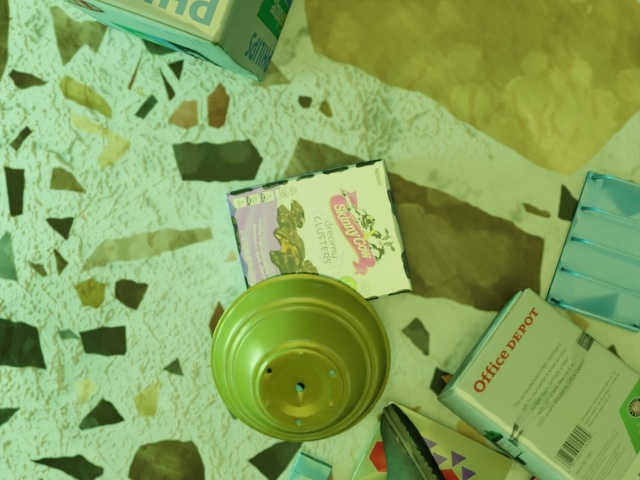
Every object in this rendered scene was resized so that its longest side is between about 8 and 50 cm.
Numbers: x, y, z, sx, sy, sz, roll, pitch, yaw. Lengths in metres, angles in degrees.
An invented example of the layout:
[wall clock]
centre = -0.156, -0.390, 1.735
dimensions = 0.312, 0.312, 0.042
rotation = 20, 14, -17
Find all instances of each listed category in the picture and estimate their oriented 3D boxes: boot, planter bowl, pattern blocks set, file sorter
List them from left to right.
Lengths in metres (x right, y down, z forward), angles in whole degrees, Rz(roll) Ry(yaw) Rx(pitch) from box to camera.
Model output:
[planter bowl]
centre = -0.024, 0.155, 1.382
dimensions = 0.217, 0.090, 0.217
rotation = 0, 107, 0
[boot]
centre = 0.048, 0.321, 1.425
dimensions = 0.208, 0.076, 0.190
rotation = -28, 88, 10
[pattern blocks set]
centre = 0.137, 0.296, 1.462
dimensions = 0.324, 0.026, 0.285
rotation = 34, 93, 1
[file sorter]
centre = 0.354, 0.016, 1.405
dimensions = 0.118, 0.104, 0.170
rotation = 18, 93, 3

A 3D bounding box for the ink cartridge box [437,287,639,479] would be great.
[ink cartridge box]
centre = 0.272, 0.187, 1.401
dimensions = 0.219, 0.092, 0.160
rotation = 39, 74, 2

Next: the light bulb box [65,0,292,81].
[light bulb box]
centre = -0.123, -0.391, 1.289
dimensions = 0.225, 0.358, 0.361
rotation = 21, 94, 4

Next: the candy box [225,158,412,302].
[candy box]
centre = 0.000, 0.000, 1.437
dimensions = 0.196, 0.070, 0.165
rotation = -13, 92, 3
